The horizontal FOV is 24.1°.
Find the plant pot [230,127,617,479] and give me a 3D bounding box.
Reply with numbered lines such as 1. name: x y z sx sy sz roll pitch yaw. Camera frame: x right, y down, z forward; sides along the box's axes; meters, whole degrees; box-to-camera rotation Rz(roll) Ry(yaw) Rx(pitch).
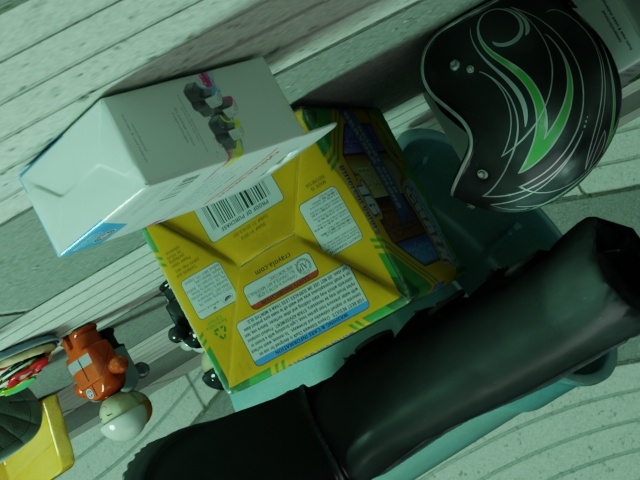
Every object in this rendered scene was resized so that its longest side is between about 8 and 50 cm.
1. plant pot: 0.092 0.111 1.676 0.334 0.341 0.341 -42 169 25

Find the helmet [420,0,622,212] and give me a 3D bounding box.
1. helmet: 0.164 -0.109 1.231 0.169 0.161 0.169 -29 174 -3

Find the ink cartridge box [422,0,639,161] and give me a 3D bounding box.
1. ink cartridge box: 0.222 -0.161 1.443 0.208 0.087 0.153 -30 174 24

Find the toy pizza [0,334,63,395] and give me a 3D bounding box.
1. toy pizza: -0.376 0.165 1.680 0.201 0.032 0.201 -29 175 -3

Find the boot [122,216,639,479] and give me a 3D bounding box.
1. boot: 0.077 0.141 1.298 0.445 0.146 0.367 -26 -177 22

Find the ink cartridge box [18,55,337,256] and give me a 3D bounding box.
1. ink cartridge box: -0.087 -0.059 0.953 0.104 0.062 0.181 -33 173 42

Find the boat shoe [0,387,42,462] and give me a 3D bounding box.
1. boat shoe: -0.476 0.275 1.767 0.320 0.118 0.103 -34 173 -31

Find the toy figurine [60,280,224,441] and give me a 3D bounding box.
1. toy figurine: -0.194 0.147 1.826 0.213 0.148 0.209 -29 174 -6

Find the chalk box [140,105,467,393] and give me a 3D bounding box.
1. chalk box: 0.000 0.000 1.313 0.180 0.179 0.289 -30 174 18

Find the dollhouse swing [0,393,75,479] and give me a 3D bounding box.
1. dollhouse swing: -0.528 0.467 2.268 0.347 0.305 0.315 -23 172 -42
